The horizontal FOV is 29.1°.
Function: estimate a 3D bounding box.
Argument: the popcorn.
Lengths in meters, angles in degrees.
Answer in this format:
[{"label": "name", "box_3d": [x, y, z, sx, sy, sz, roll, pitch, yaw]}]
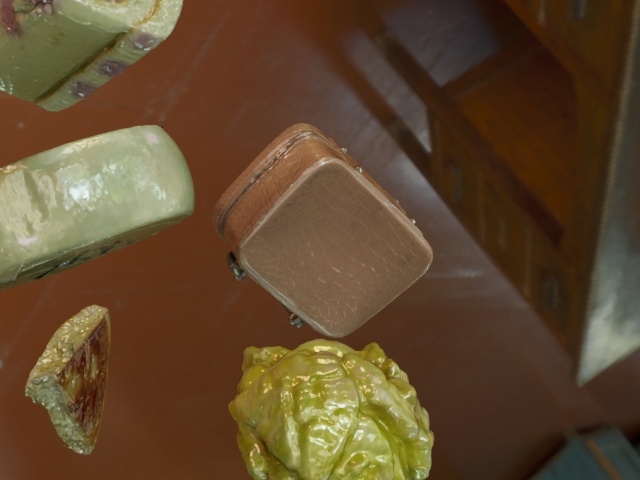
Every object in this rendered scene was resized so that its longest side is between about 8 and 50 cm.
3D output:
[{"label": "popcorn", "box_3d": [0.013, 0.212, 1.344, 0.212, 0.259, 0.259, -15, 150, 0]}]

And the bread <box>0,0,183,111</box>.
[{"label": "bread", "box_3d": [-0.336, -0.291, 1.616, 0.187, 0.155, 0.338, 23, 157, -28]}]

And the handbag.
[{"label": "handbag", "box_3d": [0.000, 0.000, 1.115, 0.151, 0.072, 0.193, -45, 134, 7]}]

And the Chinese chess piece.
[{"label": "Chinese chess piece", "box_3d": [-0.184, -0.020, 0.898, 0.188, 0.083, 0.188, -21, 178, -1]}]

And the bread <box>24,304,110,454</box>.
[{"label": "bread", "box_3d": [-0.244, 0.122, 1.232, 0.054, 0.136, 0.154, 9, 148, 10]}]
